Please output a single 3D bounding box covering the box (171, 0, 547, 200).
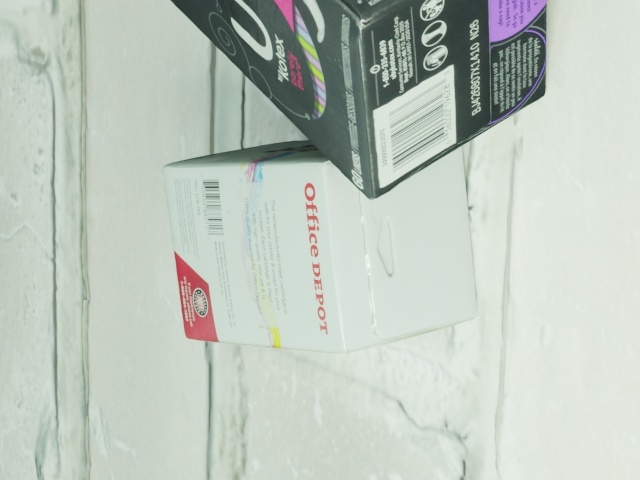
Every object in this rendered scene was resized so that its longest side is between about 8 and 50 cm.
[{"bbox_3d":[0.003,-0.185,1.247,0.270,0.143,0.165,46,157,33],"label":"box"}]

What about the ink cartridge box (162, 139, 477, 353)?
[{"bbox_3d":[0.000,0.000,1.352,0.176,0.127,0.128,3,102,50],"label":"ink cartridge box"}]
